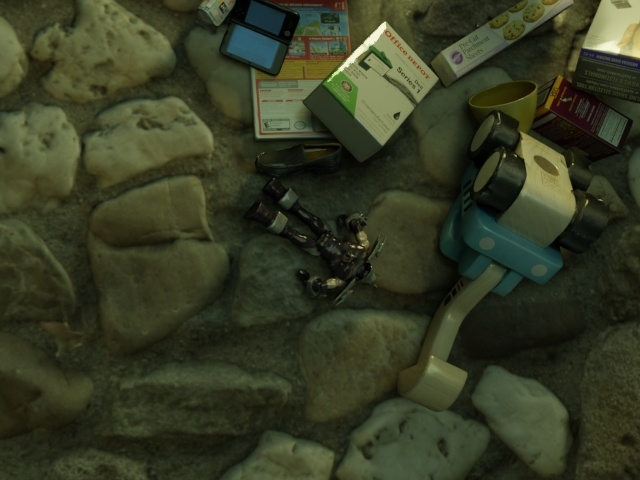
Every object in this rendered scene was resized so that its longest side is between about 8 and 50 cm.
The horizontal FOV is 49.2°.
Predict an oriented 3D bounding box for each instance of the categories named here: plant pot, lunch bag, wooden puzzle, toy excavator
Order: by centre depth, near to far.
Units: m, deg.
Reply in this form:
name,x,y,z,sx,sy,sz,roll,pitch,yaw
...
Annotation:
name,x,y,z,sx,sy,sz,roll,pitch,yaw
lunch bag,-0.196,-0.436,1.308,0.053,0.083,0.071,36,78,-6
toy excavator,0.307,0.049,1.312,0.222,0.445,0.433,26,36,-8
plant pot,0.374,-0.250,1.401,0.134,0.134,0.095,-26,116,-13
wooden puzzle,0.364,-0.439,1.469,0.083,0.006,0.049,29,79,-9

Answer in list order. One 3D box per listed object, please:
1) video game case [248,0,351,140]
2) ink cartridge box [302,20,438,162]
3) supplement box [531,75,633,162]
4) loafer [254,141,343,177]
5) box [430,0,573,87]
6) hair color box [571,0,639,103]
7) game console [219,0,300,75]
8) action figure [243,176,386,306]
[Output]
name,x,y,z,sx,sy,sz,roll,pitch,yaw
video game case,-0.037,-0.337,1.363,0.204,0.025,0.285,-3,85,-12
ink cartridge box,0.098,-0.283,1.319,0.160,0.092,0.219,44,61,-10
supplement box,0.524,-0.245,1.435,0.188,0.104,0.081,28,78,-9
loafer,-0.039,-0.161,1.318,0.170,0.061,0.062,-9,61,-17
box,0.374,-0.427,1.433,0.324,0.063,0.067,-33,91,-13
hair color box,0.643,-0.424,1.392,0.185,0.110,0.339,19,59,19
game console,-0.114,-0.387,1.304,0.122,0.107,0.071,20,52,-10
action figure,0.000,0.000,1.305,0.285,0.099,0.185,38,71,-10
